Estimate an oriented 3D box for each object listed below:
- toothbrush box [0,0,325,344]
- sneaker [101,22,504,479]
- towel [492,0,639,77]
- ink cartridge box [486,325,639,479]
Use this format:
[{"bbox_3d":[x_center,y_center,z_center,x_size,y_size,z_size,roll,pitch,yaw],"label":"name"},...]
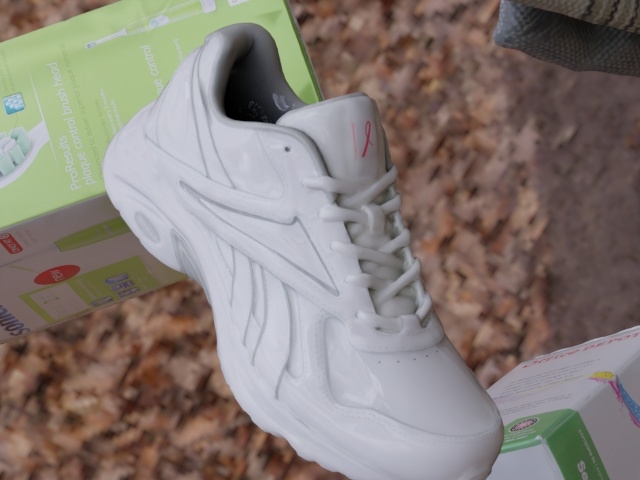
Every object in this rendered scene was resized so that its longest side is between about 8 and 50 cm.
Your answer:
[{"bbox_3d":[-0.134,-0.048,1.100,0.206,0.283,0.122,74,178,-72],"label":"toothbrush box"},{"bbox_3d":[0.000,0.000,0.712,0.232,0.090,0.115,48,127,22],"label":"sneaker"},{"bbox_3d":[0.141,-0.194,0.442,0.056,0.312,0.324,17,99,46],"label":"towel"},{"bbox_3d":[0.176,0.152,1.298,0.154,0.093,0.212,-21,8,42],"label":"ink cartridge box"}]
